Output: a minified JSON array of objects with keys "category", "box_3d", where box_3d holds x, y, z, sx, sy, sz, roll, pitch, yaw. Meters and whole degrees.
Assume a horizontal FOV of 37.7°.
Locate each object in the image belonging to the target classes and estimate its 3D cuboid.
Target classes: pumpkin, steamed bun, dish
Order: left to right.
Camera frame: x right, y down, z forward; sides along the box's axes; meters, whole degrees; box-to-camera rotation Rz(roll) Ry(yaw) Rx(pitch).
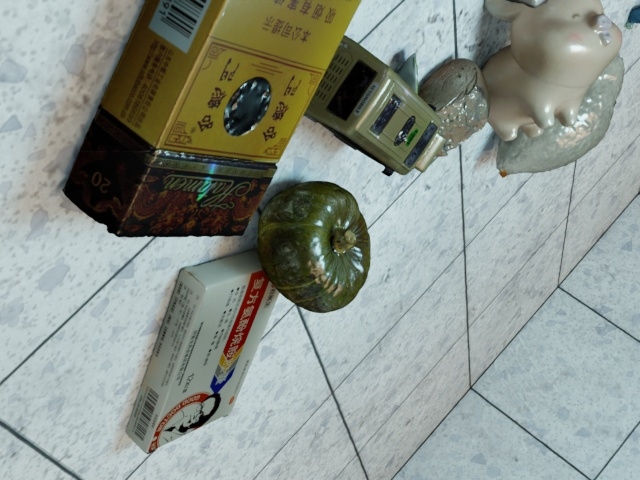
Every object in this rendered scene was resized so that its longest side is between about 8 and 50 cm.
[{"category":"pumpkin","box_3d":[0.000,0.000,1.521,0.219,0.162,0.219,13,72,-46]},{"category":"dish","box_3d":[0.148,-0.264,1.605,0.137,0.039,0.091,76,15,-59]},{"category":"steamed bun","box_3d":[0.241,-0.243,1.724,0.175,0.106,0.145,-47,154,-8]}]

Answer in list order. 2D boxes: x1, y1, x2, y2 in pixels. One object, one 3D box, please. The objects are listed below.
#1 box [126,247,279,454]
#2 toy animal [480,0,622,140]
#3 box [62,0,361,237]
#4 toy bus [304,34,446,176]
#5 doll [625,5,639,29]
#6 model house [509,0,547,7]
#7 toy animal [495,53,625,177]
[{"category":"box","box_3d":[-0.189,0.182,1.586,0.214,0.069,0.353,-17,138,-51]},{"category":"toy animal","box_3d":[0.419,-0.339,1.766,0.237,0.269,0.326,-13,177,-32]},{"category":"box","box_3d":[-0.122,-0.199,1.164,0.264,0.115,0.415,0,122,-60]},{"category":"toy bus","box_3d":[0.082,-0.201,1.451,0.139,0.157,0.289,-55,154,4]},{"category":"doll","box_3d":[0.808,-0.560,2.328,0.083,0.076,0.050,-27,110,-31]},{"category":"model house","box_3d":[0.332,-0.528,1.434,0.237,0.202,0.237,-34,142,-23]},{"category":"toy animal","box_3d":[0.531,-0.263,2.083,0.358,0.188,0.226,-39,166,2]}]
